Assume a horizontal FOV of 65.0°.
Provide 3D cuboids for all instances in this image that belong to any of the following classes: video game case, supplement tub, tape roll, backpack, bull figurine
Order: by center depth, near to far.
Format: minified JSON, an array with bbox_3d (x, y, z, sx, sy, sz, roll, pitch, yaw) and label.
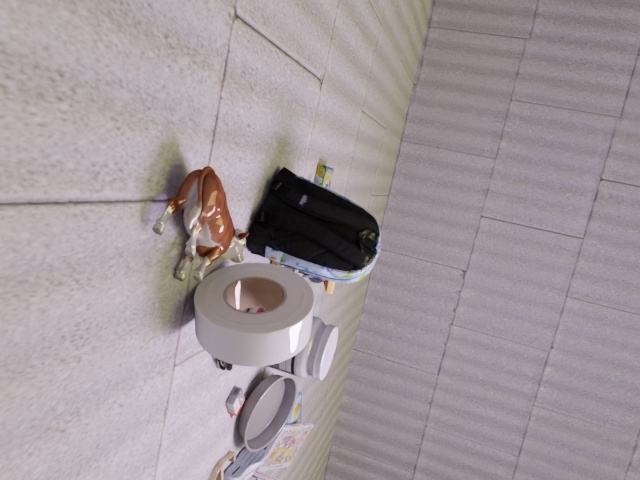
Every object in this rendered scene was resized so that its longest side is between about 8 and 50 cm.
[{"bbox_3d":[-0.242,-0.017,1.070,0.310,0.101,0.188,83,27,-54],"label":"bull figurine"},{"bbox_3d":[-0.156,0.167,1.202,0.286,0.286,0.100,-52,152,-56],"label":"tape roll"},{"bbox_3d":[0.006,-0.016,1.491,0.273,0.355,0.290,78,29,-61],"label":"backpack"},{"bbox_3d":[-0.099,0.311,1.561,0.191,0.272,0.191,14,90,-76],"label":"supplement tub"},{"bbox_3d":[-0.149,0.858,2.089,0.206,0.026,0.227,21,101,-51],"label":"video game case"}]

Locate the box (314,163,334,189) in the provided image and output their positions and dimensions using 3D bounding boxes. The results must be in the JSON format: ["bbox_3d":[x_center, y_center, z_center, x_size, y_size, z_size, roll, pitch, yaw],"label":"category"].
[{"bbox_3d":[0.002,-0.195,1.917,0.105,0.043,0.179,-8,113,-74],"label":"box"}]

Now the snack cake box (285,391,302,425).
[{"bbox_3d":[-0.150,0.787,2.175,0.152,0.089,0.264,-58,156,-51],"label":"snack cake box"}]

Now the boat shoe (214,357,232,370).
[{"bbox_3d":[-0.271,0.325,1.401,0.125,0.038,0.046,90,21,-44],"label":"boat shoe"}]

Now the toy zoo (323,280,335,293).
[{"bbox_3d":[0.047,0.110,2.183,0.293,0.030,0.192,-105,-155,-76],"label":"toy zoo"}]

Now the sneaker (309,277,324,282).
[{"bbox_3d":[0.006,0.027,2.070,0.129,0.111,0.297,136,-28,-86],"label":"sneaker"}]

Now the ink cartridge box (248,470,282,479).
[{"bbox_3d":[-0.237,0.930,1.822,0.237,0.172,0.100,38,67,-74],"label":"ink cartridge box"}]

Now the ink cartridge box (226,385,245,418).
[{"bbox_3d":[-0.269,0.523,1.610,0.115,0.029,0.063,88,22,-46],"label":"ink cartridge box"}]

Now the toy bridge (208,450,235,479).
[{"bbox_3d":[-0.326,0.747,1.613,0.188,0.026,0.063,-48,146,-60],"label":"toy bridge"}]

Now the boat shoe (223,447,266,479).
[{"bbox_3d":[-0.278,0.807,1.778,0.226,0.083,0.076,-5,121,-62],"label":"boat shoe"}]

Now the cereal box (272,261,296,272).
[{"bbox_3d":[-0.130,0.149,1.732,0.173,0.047,0.240,-42,144,-69],"label":"cereal box"}]

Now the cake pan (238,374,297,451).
[{"bbox_3d":[-0.190,0.610,1.805,0.293,0.054,0.293,-38,139,-43],"label":"cake pan"}]
